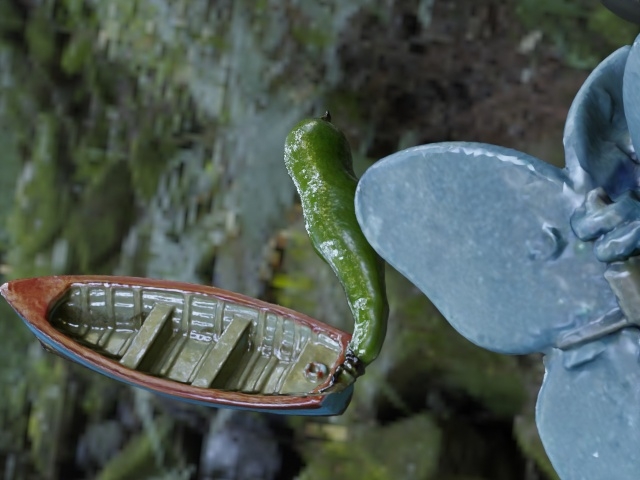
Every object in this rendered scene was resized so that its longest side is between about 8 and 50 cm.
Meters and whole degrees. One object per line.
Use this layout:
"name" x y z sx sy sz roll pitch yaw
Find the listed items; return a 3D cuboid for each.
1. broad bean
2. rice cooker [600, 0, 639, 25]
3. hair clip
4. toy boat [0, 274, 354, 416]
"broad bean" 0.011 0.002 1.595 0.056 0.098 0.318 108 167 -49
"rice cooker" 0.304 -0.260 1.446 0.203 0.142 0.118 -58 36 12
"hair clip" 0.268 0.002 1.207 0.392 0.238 0.318 -29 89 54
"toy boat" -0.147 0.104 1.779 0.136 0.392 0.079 -58 -34 -36
